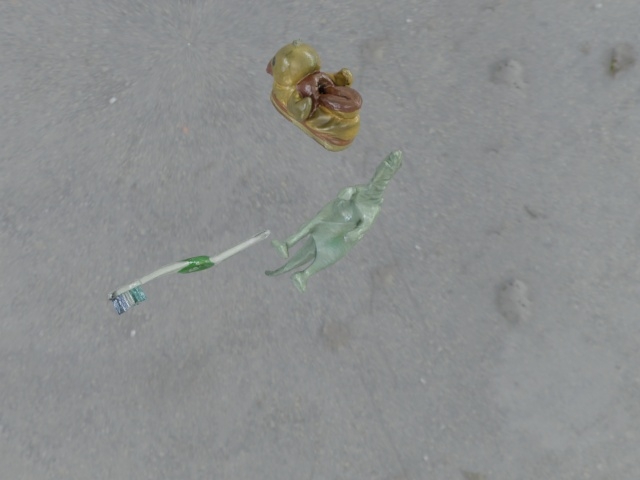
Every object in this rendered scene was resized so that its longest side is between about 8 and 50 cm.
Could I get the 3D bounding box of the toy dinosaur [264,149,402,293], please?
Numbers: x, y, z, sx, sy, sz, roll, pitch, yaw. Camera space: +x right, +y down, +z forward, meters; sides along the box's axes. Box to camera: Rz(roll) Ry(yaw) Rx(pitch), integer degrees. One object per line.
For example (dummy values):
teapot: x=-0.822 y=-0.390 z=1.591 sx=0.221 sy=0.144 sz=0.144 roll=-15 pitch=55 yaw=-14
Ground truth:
toy dinosaur: x=0.000 y=0.000 z=1.375 sx=0.092 sy=0.393 sz=0.205 roll=44 pitch=58 yaw=5

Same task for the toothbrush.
toothbrush: x=-0.214 y=0.037 z=1.517 sx=0.042 sy=0.418 sz=0.040 roll=-32 pitch=89 yaw=35

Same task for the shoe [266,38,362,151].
shoe: x=-0.001 y=-0.141 z=0.838 sx=0.072 sy=0.069 sz=0.109 roll=-15 pitch=64 yaw=-28
